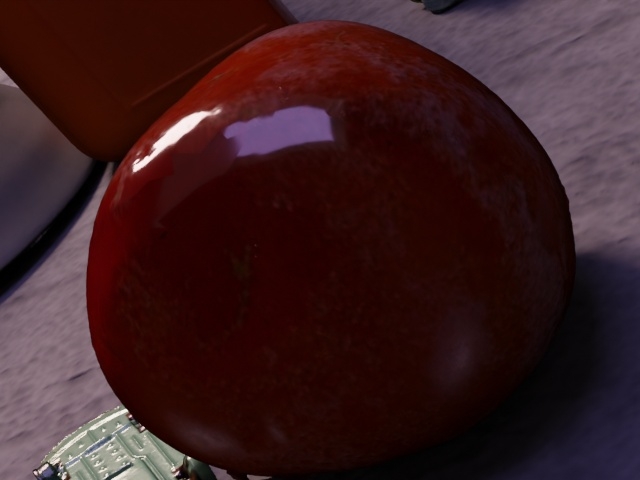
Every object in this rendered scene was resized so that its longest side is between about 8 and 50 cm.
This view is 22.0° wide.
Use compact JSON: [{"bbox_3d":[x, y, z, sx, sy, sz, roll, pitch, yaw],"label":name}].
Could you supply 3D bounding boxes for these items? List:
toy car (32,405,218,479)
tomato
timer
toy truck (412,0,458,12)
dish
[{"bbox_3d":[-0.077,0.099,0.654,0.059,0.035,0.122,-33,21,-12],"label":"toy car"},{"bbox_3d":[0.000,0.000,0.610,0.187,0.151,0.187,-32,21,14],"label":"tomato"},{"bbox_3d":[-0.149,-0.207,1.045,0.161,0.257,0.250,-36,26,13],"label":"timer"},{"bbox_3d":[0.111,-0.192,0.907,0.169,0.077,0.100,-7,39,47],"label":"toy truck"},{"bbox_3d":[-0.295,-0.023,1.058,0.316,0.106,0.316,-28,25,14],"label":"dish"}]
